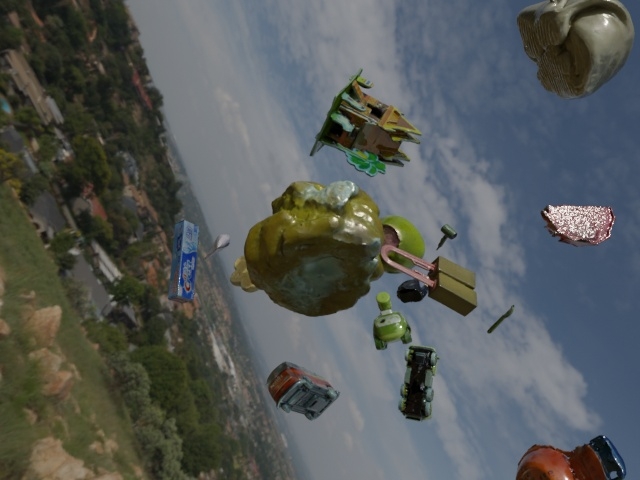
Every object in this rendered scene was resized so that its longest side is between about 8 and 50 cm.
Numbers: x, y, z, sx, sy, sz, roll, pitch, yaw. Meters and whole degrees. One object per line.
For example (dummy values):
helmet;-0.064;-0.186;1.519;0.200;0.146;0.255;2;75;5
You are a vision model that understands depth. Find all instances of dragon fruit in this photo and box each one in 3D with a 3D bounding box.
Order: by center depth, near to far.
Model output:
dragon fruit;0.906;-0.032;1.641;0.126;0.274;0.161;100;-10;-59

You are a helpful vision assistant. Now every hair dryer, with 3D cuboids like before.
hair dryer;0.596;-0.003;2.220;0.071;0.047;0.150;51;-46;30

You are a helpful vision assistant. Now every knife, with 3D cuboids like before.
knife;0.703;0.311;1.786;0.026;0.022;0.184;-79;-171;-47

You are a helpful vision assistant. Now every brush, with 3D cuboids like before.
brush;0.235;0.070;1.009;0.047;0.233;0.103;-54;-168;41

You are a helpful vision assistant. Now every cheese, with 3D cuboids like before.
cheese;0.639;0.631;1.206;0.329;0.129;0.217;-54;-148;32

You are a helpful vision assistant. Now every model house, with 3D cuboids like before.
model house;0.172;-0.356;1.482;0.242;0.313;0.357;-65;177;36

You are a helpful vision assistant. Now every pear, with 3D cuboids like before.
pear;0.230;0.015;1.418;0.220;0.187;0.187;6;56;-63

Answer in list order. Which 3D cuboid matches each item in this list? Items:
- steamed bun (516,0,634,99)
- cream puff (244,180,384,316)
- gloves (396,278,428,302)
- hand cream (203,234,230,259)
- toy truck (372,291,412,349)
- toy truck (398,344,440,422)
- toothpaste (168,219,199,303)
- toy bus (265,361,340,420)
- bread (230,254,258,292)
steamed bun;0.830;-0.637;1.459;0.342;0.255;0.367;56;15;-24
cream puff;0.000;0.000;1.169;0.275;0.378;0.378;-99;178;-50
gloves;0.420;0.216;2.094;0.106;0.129;0.180;50;22;-6
hand cream;-0.380;0.021;1.713;0.053;0.084;0.142;45;29;-11
toy truck;0.270;0.327;1.790;0.187;0.148;0.210;62;14;-57
toy truck;0.269;0.387;1.225;0.116;0.085;0.191;52;45;-54
toothpaste;-0.444;0.067;1.495;0.066;0.053;0.272;32;46;-48
toy bus;-0.057;0.443;1.358;0.120;0.121;0.265;45;1;38
bread;-0.214;0.092;1.804;0.054;0.316;0.316;61;-6;-31
